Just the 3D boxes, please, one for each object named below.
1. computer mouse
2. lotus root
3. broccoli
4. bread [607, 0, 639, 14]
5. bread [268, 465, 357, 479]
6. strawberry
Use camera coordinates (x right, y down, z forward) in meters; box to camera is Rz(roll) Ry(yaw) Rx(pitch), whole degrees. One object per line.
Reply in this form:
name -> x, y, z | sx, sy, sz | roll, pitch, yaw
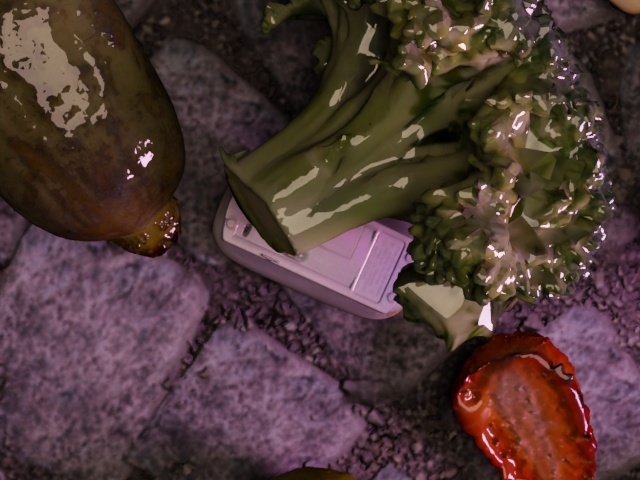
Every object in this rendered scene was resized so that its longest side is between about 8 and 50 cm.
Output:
computer mouse -> -0.001, 0.000, 1.185 | 0.199, 0.045, 0.102 | 24, 89, -16
lotus root -> -0.208, -0.111, 1.070 | 0.173, 0.173, 0.309 | -38, 110, -8
broccoli -> 0.095, -0.098, 1.077 | 0.338, 0.277, 0.318 | 32, 85, -17
bread -> 0.276, -0.349, 1.151 | 0.263, 0.198, 0.236 | 34, 93, -17
bread -> -0.005, 0.394, 1.193 | 0.166, 0.112, 0.384 | -11, 98, -15
strawberry -> 0.194, 0.169, 1.245 | 0.121, 0.082, 0.188 | -19, 111, 8
